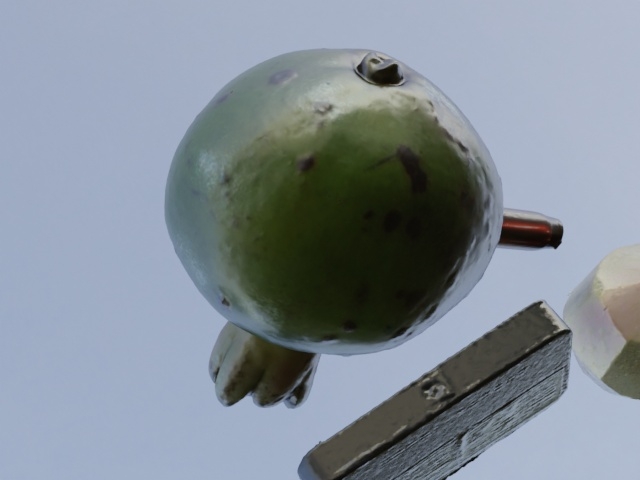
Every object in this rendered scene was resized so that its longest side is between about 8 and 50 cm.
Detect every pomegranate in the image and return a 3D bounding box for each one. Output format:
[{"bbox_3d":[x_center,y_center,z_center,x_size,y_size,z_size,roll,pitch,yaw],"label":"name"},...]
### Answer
[{"bbox_3d":[0.000,0.000,0.736,0.202,0.202,0.247,6,-57,-27],"label":"pomegranate"}]

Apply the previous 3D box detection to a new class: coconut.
[{"bbox_3d":[0.459,0.100,1.688,0.237,0.197,0.237,-34,-20,-15],"label":"coconut"}]

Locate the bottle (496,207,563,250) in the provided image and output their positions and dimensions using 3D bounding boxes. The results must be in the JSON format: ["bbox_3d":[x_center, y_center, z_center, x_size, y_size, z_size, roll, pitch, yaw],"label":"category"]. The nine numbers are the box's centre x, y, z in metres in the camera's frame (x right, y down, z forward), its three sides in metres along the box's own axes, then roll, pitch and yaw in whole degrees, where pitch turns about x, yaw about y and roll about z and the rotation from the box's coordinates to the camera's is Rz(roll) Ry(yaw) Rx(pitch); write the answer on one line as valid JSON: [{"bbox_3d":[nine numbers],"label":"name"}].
[{"bbox_3d":[0.254,-0.016,1.603,0.164,0.060,0.060,5,-71,-37],"label":"bottle"}]

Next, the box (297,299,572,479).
[{"bbox_3d":[0.141,0.218,1.422,0.350,0.058,0.211,-32,-30,-11],"label":"box"}]
